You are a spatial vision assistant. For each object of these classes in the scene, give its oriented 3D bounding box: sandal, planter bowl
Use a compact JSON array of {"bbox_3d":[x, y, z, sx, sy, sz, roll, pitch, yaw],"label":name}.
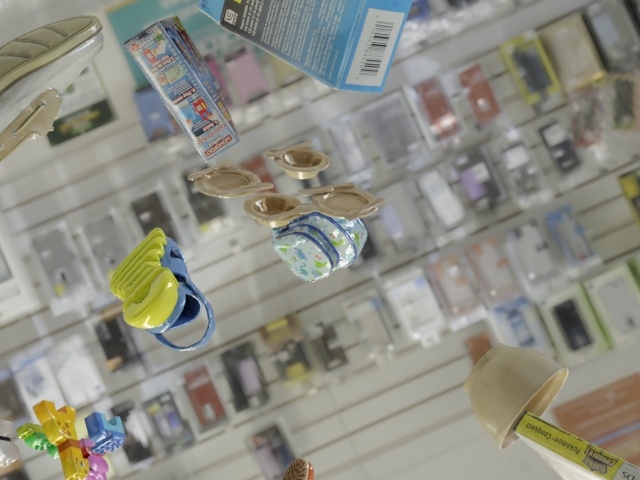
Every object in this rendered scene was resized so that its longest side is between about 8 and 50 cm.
[{"bbox_3d":[-0.245,0.086,2.119,0.126,0.138,0.317,-46,-157,9],"label":"sandal"},{"bbox_3d":[0.292,0.228,2.088,0.162,0.109,0.162,-41,157,-21],"label":"planter bowl"}]

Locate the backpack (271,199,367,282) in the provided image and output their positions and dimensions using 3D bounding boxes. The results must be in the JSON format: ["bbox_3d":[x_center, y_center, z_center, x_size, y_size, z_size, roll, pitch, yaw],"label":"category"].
[{"bbox_3d":[0.000,0.000,1.827,0.114,0.105,0.084,-24,-157,42],"label":"backpack"}]

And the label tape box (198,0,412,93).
[{"bbox_3d":[-0.018,-0.398,2.001,0.115,0.249,0.347,-2,-153,-44],"label":"label tape box"}]

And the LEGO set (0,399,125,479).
[{"bbox_3d":[-0.299,0.254,1.591,0.087,0.093,0.227,-33,149,21],"label":"LEGO set"}]

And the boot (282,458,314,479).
[{"bbox_3d":[-0.024,0.442,2.308,0.084,0.158,0.059,-1,-156,-29],"label":"boot"}]

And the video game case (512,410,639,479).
[{"bbox_3d":[0.397,0.332,1.683,0.248,0.275,0.035,23,-106,51],"label":"video game case"}]

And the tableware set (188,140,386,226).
[{"bbox_3d":[-0.032,-0.050,1.268,0.141,0.020,0.168,-15,-148,-31],"label":"tableware set"}]

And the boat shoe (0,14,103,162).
[{"bbox_3d":[-0.386,-0.174,1.691,0.302,0.103,0.113,-41,-145,-26],"label":"boat shoe"}]

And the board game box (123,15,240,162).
[{"bbox_3d":[-0.180,-0.208,1.844,0.060,0.194,0.194,-30,-171,7],"label":"board game box"}]
